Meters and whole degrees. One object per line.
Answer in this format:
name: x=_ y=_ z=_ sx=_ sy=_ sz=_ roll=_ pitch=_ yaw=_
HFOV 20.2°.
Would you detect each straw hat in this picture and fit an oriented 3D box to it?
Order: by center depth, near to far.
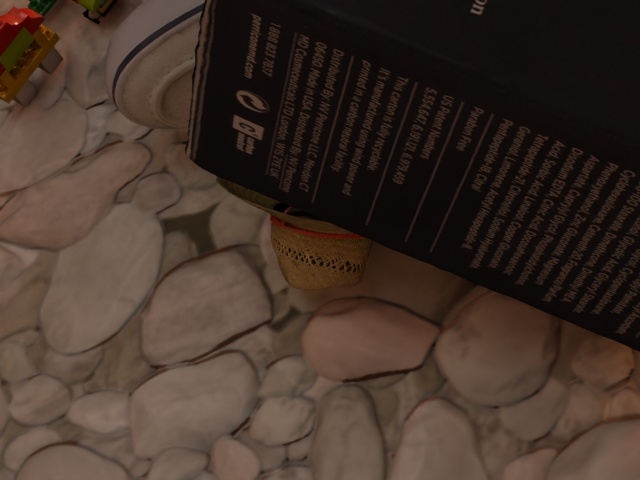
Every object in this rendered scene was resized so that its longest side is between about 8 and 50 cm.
straw hat: x=0.000 y=0.000 z=1.121 sx=0.144 sy=0.144 sz=0.061 roll=19 pitch=108 yaw=32

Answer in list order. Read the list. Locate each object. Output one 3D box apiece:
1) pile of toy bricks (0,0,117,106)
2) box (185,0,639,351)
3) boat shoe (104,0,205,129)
pile of toy bricks: x=-0.208 y=-0.217 z=1.312 sx=0.118 sy=0.105 sz=0.212 roll=30 pitch=78 yaw=26
box: x=0.169 y=-0.127 z=0.949 sx=0.396 sy=0.212 sz=0.293 roll=23 pitch=66 yaw=3
boat shoe: x=0.043 y=-0.103 z=1.144 sx=0.367 sy=0.136 sz=0.156 roll=-11 pitch=57 yaw=4
